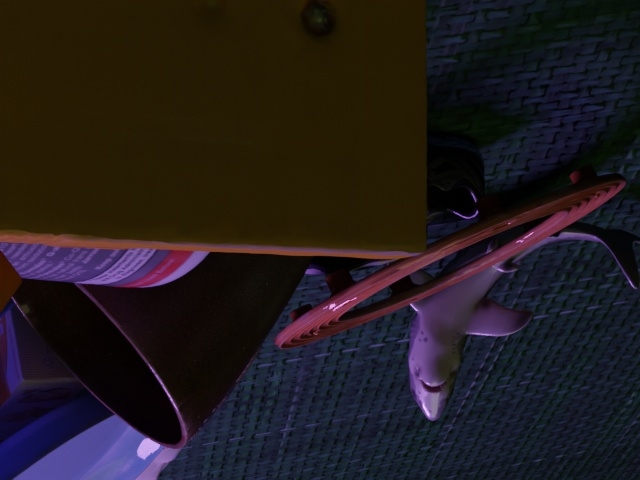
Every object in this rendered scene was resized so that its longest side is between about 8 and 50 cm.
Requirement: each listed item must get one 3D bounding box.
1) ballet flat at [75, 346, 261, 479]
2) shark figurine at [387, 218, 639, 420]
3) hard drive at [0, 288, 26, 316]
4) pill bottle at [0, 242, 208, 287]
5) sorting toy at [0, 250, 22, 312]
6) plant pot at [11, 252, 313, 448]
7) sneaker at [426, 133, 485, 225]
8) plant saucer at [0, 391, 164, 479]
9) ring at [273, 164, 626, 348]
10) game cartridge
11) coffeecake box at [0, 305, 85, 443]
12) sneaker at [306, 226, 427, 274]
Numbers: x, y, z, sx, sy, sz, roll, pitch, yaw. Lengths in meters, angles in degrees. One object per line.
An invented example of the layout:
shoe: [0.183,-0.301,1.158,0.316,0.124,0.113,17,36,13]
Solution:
ballet flat: [-0.284,0.206,1.908,0.483,0.182,0.164,-10,-175,-10]
shark figurine: [0.176,0.031,1.928,0.278,0.166,0.116,-34,-179,3]
hard drive: [-0.385,0.126,1.553,0.210,0.040,0.318,-16,-158,46]
pill bottle: [-0.241,-0.085,1.240,0.363,0.210,0.210,6,150,-40]
sorting toy: [-0.251,-0.101,1.076,0.307,0.229,0.041,39,168,-28]
plant pot: [-0.098,0.006,1.518,0.230,0.215,0.215,-42,165,-21]
sneaker: [0.070,-0.051,1.662,0.188,0.078,0.067,5,150,-37]
plant saucer: [-0.256,0.223,1.723,0.317,0.043,0.317,-36,165,-11]
ring: [0.109,0.011,1.710,0.337,0.032,0.336,-25,173,-3]
game cartridge: [-0.077,-0.135,1.142,0.324,0.285,0.053,3,175,-33]
coffeecake box: [-0.273,0.094,1.712,0.068,0.142,0.185,1,153,-31]
sneaker: [0.000,0.000,1.713,0.097,0.084,0.235,-20,166,36]
